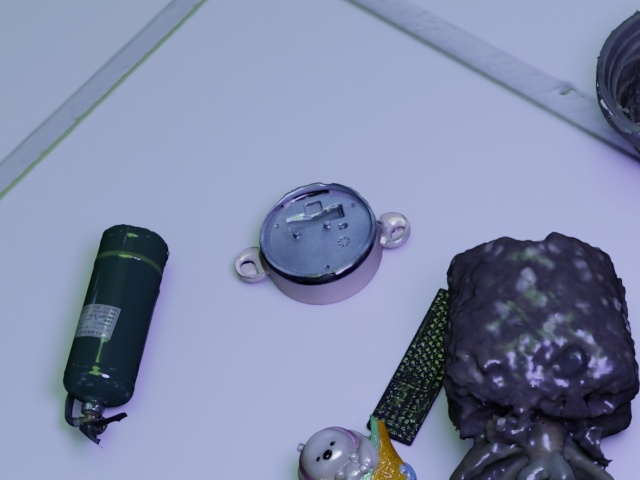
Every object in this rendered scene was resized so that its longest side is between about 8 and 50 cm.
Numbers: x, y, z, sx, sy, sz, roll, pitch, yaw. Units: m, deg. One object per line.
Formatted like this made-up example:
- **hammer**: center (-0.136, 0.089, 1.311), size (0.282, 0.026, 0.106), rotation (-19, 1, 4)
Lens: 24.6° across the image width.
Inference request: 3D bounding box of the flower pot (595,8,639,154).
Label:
- **flower pot**: center (0.459, -0.174, 1.825), size (0.236, 0.140, 0.235), rotation (-7, 57, 10)

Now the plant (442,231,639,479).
- **plant**: center (0.239, 0.166, 1.612), size (0.215, 0.213, 0.312), rotation (0, 56, 10)

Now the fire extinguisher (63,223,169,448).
- **fire extinguisher**: center (-0.261, 0.128, 1.820), size (0.118, 0.093, 0.294), rotation (-13, 52, 35)

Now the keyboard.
- **keyboard**: center (0.127, 0.150, 1.765), size (0.061, 0.013, 0.204), rotation (20, 64, 23)

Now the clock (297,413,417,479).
- **clock**: center (0.022, 0.299, 1.640), size (0.144, 0.103, 0.231), rotation (18, 64, 13)

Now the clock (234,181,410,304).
- **clock**: center (0.000, 0.000, 1.860), size (0.229, 0.063, 0.155), rotation (-12, 57, 3)
